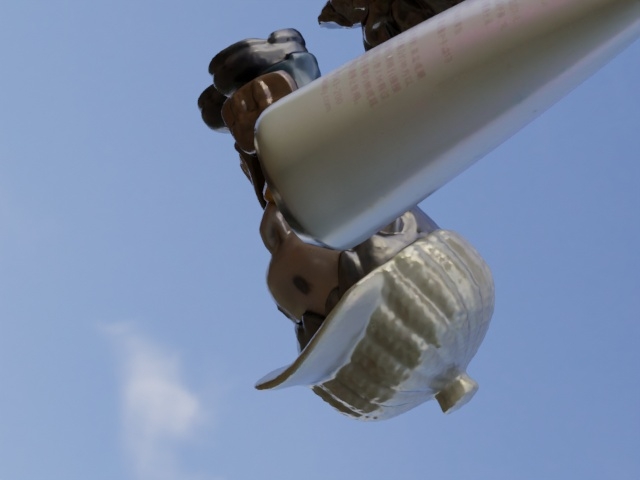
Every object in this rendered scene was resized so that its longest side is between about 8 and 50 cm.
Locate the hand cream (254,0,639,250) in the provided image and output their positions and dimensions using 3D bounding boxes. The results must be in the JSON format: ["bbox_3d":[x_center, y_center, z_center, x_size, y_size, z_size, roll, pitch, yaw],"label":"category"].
[{"bbox_3d":[0.121,-0.121,1.323,0.359,0.185,0.118,-30,-78,18],"label":"hand cream"}]

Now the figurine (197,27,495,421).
[{"bbox_3d":[0.025,-0.013,1.557,0.185,0.205,0.332,111,-29,-63],"label":"figurine"}]

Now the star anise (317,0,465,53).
[{"bbox_3d":[0.068,-0.245,1.769,0.236,0.109,0.223,-5,-72,43],"label":"star anise"}]
